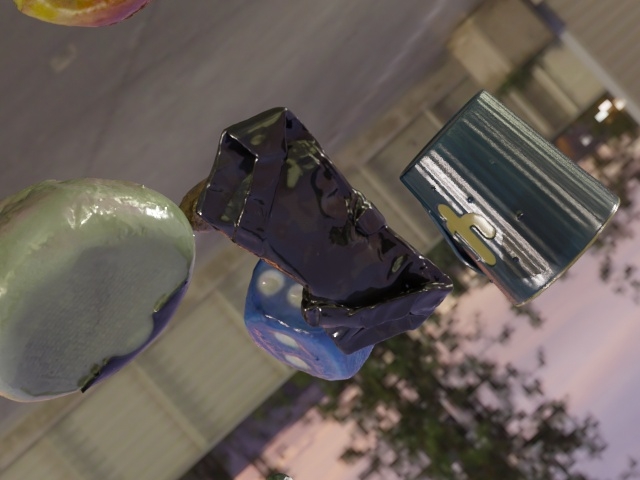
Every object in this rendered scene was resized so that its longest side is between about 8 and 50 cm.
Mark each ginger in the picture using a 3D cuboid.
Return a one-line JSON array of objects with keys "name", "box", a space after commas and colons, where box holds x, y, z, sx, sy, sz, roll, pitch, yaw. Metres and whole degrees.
[{"name": "ginger", "box": [-0.101, -0.064, 1.703, 0.165, 0.067, 0.096, -40, 175, -18]}]

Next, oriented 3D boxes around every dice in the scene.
[{"name": "dice", "box": [-0.003, 0.075, 1.690, 0.146, 0.143, 0.146, -62, 160, -21]}]

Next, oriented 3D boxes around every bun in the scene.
[{"name": "bun", "box": [-0.295, 0.031, 1.568, 0.293, 0.187, 0.293, -30, 145, -24]}]

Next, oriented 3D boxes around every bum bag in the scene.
[{"name": "bum bag", "box": [0.000, 0.000, 1.397, 0.137, 0.310, 0.074, -43, -156, 3]}]

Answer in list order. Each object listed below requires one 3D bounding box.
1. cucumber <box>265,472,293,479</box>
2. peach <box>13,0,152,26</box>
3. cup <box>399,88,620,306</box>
[{"name": "cucumber", "box": [-0.042, 0.220, 1.030, 0.035, 0.067, 0.107, 9, -132, 36]}, {"name": "peach", "box": [-0.295, -0.467, 1.718, 0.306, 0.380, 0.242, -5, 142, -41]}, {"name": "cup", "box": [0.152, -0.035, 1.240, 0.131, 0.155, 0.176, -48, -176, -30]}]
